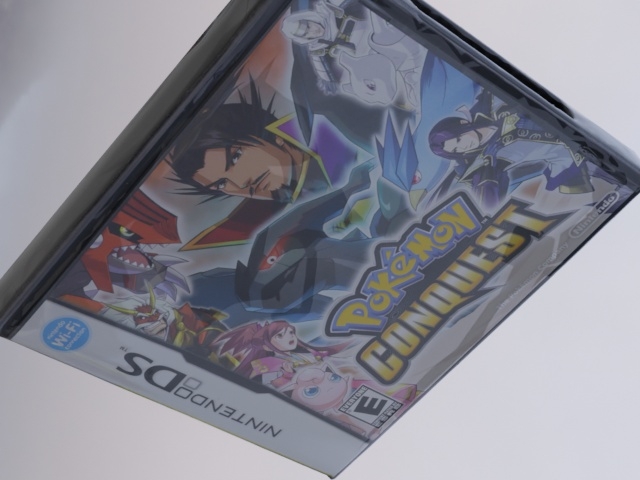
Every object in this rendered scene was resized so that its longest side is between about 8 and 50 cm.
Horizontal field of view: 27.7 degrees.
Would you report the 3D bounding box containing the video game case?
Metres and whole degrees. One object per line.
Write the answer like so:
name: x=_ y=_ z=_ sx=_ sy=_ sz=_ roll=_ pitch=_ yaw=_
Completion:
video game case: x=0.000 y=0.000 z=0.702 sx=0.275 sy=0.248 sz=0.035 roll=-46 pitch=-146 yaw=23
